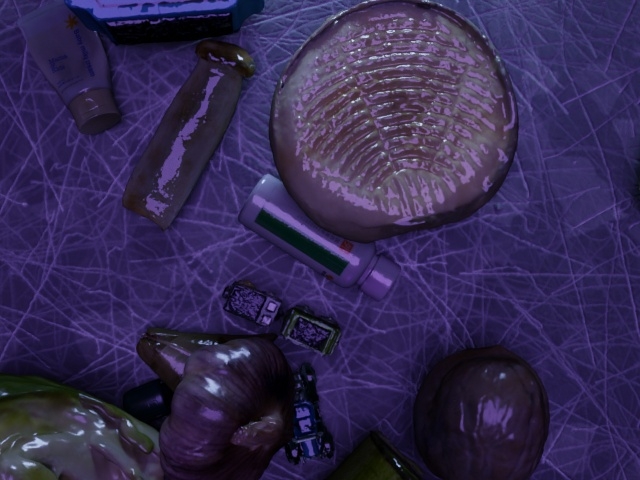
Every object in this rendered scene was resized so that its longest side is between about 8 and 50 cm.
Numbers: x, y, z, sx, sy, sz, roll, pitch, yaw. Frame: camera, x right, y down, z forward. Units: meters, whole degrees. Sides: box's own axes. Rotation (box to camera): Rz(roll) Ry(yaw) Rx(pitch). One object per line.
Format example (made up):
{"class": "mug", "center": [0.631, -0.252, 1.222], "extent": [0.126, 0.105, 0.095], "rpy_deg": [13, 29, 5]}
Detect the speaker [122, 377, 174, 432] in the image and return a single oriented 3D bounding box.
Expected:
{"class": "speaker", "center": [-0.265, 0.272, 1.263], "extent": [0.075, 0.060, 0.094], "rpy_deg": [-22, 91, 1]}

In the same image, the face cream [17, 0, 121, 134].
{"class": "face cream", "center": [-0.394, -0.281, 1.262], "extent": [0.114, 0.070, 0.224], "rpy_deg": [-25, 82, -1]}

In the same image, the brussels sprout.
{"class": "brussels sprout", "center": [-0.416, 0.332, 1.151], "extent": [0.371, 0.315, 0.276], "rpy_deg": [18, 66, -23]}

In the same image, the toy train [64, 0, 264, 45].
{"class": "toy train", "center": [-0.241, -0.431, 1.196], "extent": [0.300, 0.188, 0.265], "rpy_deg": [-6, 92, -3]}

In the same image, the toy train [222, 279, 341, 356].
{"class": "toy train", "center": [-0.062, 0.120, 1.254], "extent": [0.202, 0.081, 0.060], "rpy_deg": [23, 91, -1]}

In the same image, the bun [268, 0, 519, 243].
{"class": "bun", "center": [0.106, -0.167, 1.195], "extent": [0.364, 0.202, 0.364], "rpy_deg": [0, 87, 0]}

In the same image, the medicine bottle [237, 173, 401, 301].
{"class": "medicine bottle", "center": [0.000, 0.000, 1.248], "extent": [0.260, 0.095, 0.095], "rpy_deg": [34, 90, 0]}

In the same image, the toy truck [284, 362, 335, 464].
{"class": "toy truck", "center": [-0.032, 0.277, 1.258], "extent": [0.080, 0.078, 0.154], "rpy_deg": [-14, 90, -1]}

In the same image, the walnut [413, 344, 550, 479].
{"class": "walnut", "center": [0.242, 0.263, 1.196], "extent": [0.224, 0.224, 0.224], "rpy_deg": [0, 90, -1]}

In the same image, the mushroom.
{"class": "mushroom", "center": [-0.207, -0.170, 1.254], "extent": [0.100, 0.081, 0.312], "rpy_deg": [28, 94, 2]}

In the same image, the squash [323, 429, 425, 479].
{"class": "squash", "center": [0.041, 0.502, 1.173], "extent": [0.263, 0.263, 0.384], "rpy_deg": [43, 89, -1]}

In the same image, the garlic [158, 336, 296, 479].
{"class": "garlic", "center": [-0.116, 0.256, 1.146], "extent": [0.160, 0.245, 0.245], "rpy_deg": [16, 90, 30]}

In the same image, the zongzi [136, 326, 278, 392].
{"class": "zongzi", "center": [-0.184, 0.161, 1.260], "extent": [0.160, 0.078, 0.176], "rpy_deg": [44, 80, -1]}
